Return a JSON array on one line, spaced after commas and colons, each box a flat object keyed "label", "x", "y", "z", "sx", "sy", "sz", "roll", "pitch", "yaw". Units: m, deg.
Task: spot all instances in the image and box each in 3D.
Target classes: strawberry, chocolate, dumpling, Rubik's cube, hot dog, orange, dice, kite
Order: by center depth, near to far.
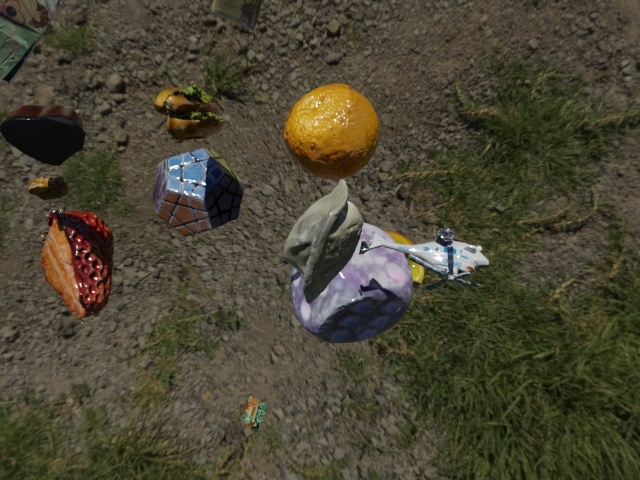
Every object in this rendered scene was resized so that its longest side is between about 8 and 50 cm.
[{"label": "kite", "x": -0.477, "y": -0.330, "z": 0.586, "sx": 0.250, "sy": 0.012, "sz": 0.229, "roll": -14, "pitch": 117, "yaw": -9}, {"label": "dumpling", "x": 0.001, "y": -0.001, "z": 0.638, "sx": 0.092, "sy": 0.150, "sz": 0.176, "roll": 41, "pitch": 94, "yaw": 13}, {"label": "chocolate", "x": -0.545, "y": -0.223, "z": 0.880, "sx": 0.148, "sy": 0.125, "sz": 0.080, "roll": -7, "pitch": 55, "yaw": -9}, {"label": "hot dog", "x": -0.633, "y": -0.124, "z": 1.008, "sx": 0.144, "sy": 0.062, "sz": 0.038, "roll": -4, "pitch": 59, "yaw": 38}, {"label": "hot dog", "x": -0.321, "y": -0.329, "z": 1.106, "sx": 0.100, "sy": 0.337, "sz": 0.135, "roll": -22, "pitch": 103, "yaw": 8}, {"label": "strawberry", "x": -0.639, "y": 0.043, "z": 1.182, "sx": 0.280, "sy": 0.150, "sz": 0.253, "roll": 36, "pitch": 119, "yaw": 27}, {"label": "dice", "x": 0.084, "y": 0.122, "z": 1.256, "sx": 0.270, "sy": 0.270, "sz": 0.271, "roll": 5, "pitch": 47, "yaw": -28}, {"label": "Rubik's cube", "x": -0.420, "y": -0.166, "z": 1.485, "sx": 0.319, "sy": 0.264, "sz": 0.319, "roll": 3, "pitch": 69, "yaw": -7}, {"label": "orange", "x": 0.047, "y": -0.377, "z": 1.543, "sx": 0.340, "sy": 0.293, "sz": 0.341, "roll": -15, "pitch": 56, "yaw": 23}]

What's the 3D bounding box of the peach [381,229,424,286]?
[{"label": "peach", "x": 0.192, "y": 0.093, "z": 1.714, "sx": 0.242, "sy": 0.306, "sz": 0.380, "roll": 36, "pitch": 133, "yaw": -29}]

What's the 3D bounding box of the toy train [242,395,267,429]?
[{"label": "toy train", "x": -0.206, "y": 0.536, "z": 1.337, "sx": 0.064, "sy": 0.103, "sz": 0.044, "roll": 30, "pitch": 109, "yaw": -8}]

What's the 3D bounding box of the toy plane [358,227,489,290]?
[{"label": "toy plane", "x": 0.231, "y": 0.031, "z": 0.963, "sx": 0.273, "sy": 0.182, "sz": 0.107, "roll": 5, "pitch": 57, "yaw": 21}]

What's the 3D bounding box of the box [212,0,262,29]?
[{"label": "box", "x": -0.117, "y": -0.411, "z": 0.667, "sx": 0.073, "sy": 0.149, "sz": 0.020, "roll": 15, "pitch": 46, "yaw": -14}]
